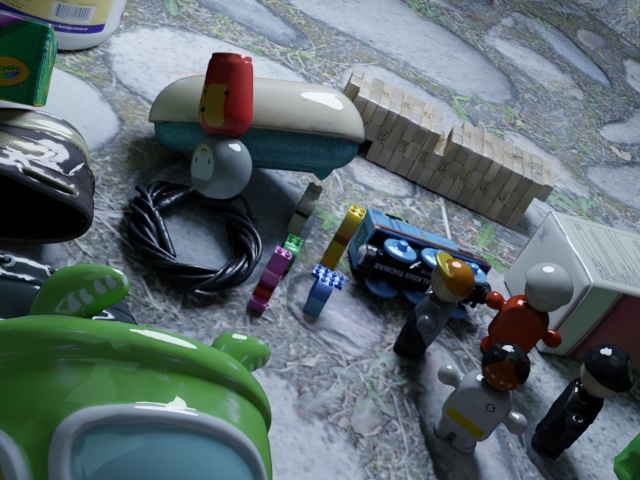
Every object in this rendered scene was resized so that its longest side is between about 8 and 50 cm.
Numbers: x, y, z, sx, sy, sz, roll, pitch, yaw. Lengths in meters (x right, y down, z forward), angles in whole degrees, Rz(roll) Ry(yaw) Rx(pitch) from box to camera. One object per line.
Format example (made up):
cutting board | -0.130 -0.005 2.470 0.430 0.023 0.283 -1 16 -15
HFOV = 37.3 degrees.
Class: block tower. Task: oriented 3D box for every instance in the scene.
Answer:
block tower | 0.179 -0.133 1.420 0.335 0.097 0.091 24 33 -5

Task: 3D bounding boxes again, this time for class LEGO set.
LEGO set | 0.000 0.000 1.093 0.087 0.093 0.227 27 32 -3

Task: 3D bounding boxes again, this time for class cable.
cable | -0.139 -0.011 1.046 0.150 0.047 0.185 19 34 -16

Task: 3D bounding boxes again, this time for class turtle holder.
turtle holder | -0.164 0.159 0.587 0.320 0.243 0.228 53 25 -53

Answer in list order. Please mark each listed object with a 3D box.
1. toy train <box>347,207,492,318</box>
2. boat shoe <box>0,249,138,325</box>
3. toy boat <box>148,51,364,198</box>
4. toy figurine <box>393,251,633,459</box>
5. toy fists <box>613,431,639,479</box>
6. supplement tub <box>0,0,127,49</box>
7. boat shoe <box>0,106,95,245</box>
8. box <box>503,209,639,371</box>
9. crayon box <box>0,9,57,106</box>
toy train | 0.124 0.029 1.167 0.184 0.080 0.105 17 28 -18
boat shoe | -0.297 0.050 0.767 0.340 0.127 0.113 13 34 -26
toy boat | -0.087 -0.120 1.099 0.267 0.148 0.318 6 2 6
toy figurine | 0.208 0.119 1.038 0.209 0.148 0.213 10 37 -27
toy fists | 0.476 0.238 1.086 0.279 0.142 0.096 8 38 -29
supplement tub | -0.333 -0.446 1.230 0.241 0.331 0.241 20 33 -14
boat shoe | -0.364 -0.060 0.862 0.355 0.132 0.130 -1 43 -37
box | 0.388 0.074 1.259 0.232 0.127 0.149 13 36 -23
crayon box | -0.361 -0.193 0.967 0.165 0.081 0.278 12 5 -16
